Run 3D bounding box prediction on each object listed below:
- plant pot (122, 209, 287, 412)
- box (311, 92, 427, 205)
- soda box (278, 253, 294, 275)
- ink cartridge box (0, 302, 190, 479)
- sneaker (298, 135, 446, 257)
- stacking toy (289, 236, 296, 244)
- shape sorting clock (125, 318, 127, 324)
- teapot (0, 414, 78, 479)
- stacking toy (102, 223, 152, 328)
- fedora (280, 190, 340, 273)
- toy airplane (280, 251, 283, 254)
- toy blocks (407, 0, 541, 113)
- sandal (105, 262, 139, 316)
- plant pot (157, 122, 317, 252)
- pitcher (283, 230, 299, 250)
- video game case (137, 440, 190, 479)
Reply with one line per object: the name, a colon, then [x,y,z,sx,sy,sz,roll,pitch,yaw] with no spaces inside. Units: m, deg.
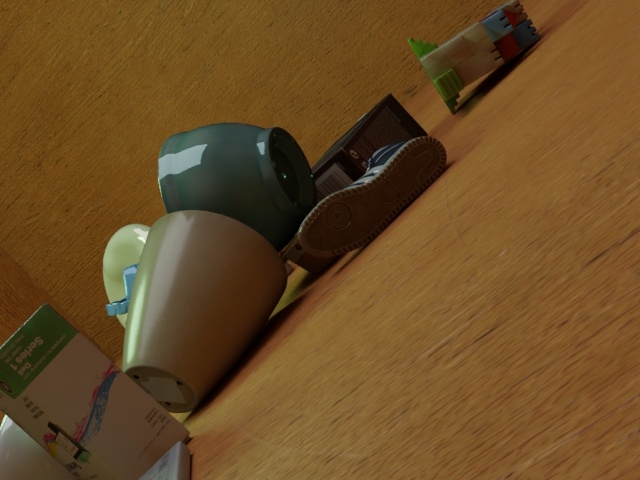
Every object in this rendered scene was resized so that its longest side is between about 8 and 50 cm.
plant pot: [-0.213,0.136,1.617,0.256,0.256,0.274,-38,25,44]
box: [0.080,-0.154,2.072,0.191,0.143,0.381,-40,8,31]
soda box: [-0.109,0.062,2.174,0.063,0.058,0.183,-44,5,-7]
ink cartridge box: [-0.349,0.242,1.417,0.117,0.278,0.201,-50,8,-30]
sneaker: [0.077,-0.072,1.652,0.282,0.099,0.153,-37,10,-5]
stacking toy: [-0.069,-0.018,2.148,0.167,0.052,0.221,-19,3,1]
shape sorting clock: [-0.365,0.097,2.055,0.206,0.040,0.206,22,-90,-88]
teapot: [-0.418,0.358,1.592,0.252,0.187,0.256,108,176,-62]
stacking toy: [-0.307,0.066,2.638,0.480,0.350,0.351,-26,-9,-45]
fedora: [0.000,0.000,1.765,0.194,0.079,0.194,-51,0,0]
toy airplane: [-0.108,0.044,2.445,0.151,0.028,0.151,-41,5,5]
toy blocks: [0.349,-0.422,2.130,0.261,0.190,0.381,-31,7,10]
sandal: [-0.404,0.094,2.311,0.126,0.138,0.317,8,-73,-85]
plant pot: [-0.129,-0.094,1.795,0.196,0.293,0.293,-21,14,21]
pitcher: [-0.043,-0.053,2.358,0.207,0.125,0.177,-34,-18,-20]
video game case: [-0.236,0.342,1.168,0.206,0.026,0.227,-44,7,-4]
